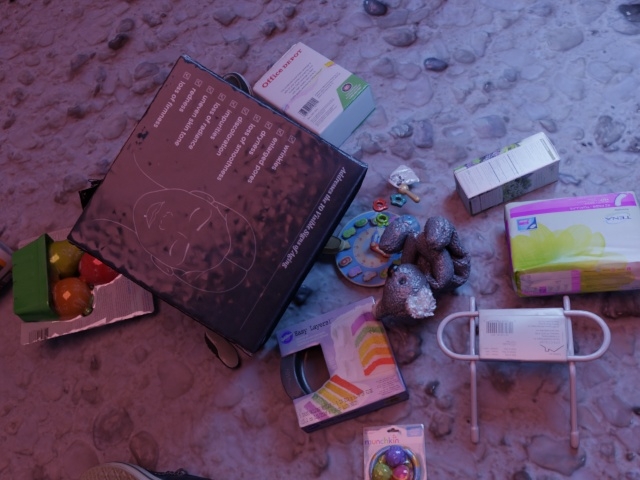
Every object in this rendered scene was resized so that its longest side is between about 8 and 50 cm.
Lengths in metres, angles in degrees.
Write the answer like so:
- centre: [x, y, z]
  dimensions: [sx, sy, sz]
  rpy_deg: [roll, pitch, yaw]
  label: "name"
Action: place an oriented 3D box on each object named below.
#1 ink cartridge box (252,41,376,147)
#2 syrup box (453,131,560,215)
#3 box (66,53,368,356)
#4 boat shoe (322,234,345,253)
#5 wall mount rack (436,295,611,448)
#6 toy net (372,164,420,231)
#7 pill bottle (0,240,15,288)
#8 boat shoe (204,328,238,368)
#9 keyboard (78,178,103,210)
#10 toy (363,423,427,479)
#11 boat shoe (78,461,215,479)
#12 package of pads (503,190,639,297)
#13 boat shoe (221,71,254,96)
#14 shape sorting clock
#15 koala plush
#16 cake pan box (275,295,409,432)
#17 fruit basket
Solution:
- centre: [-0.019, -0.397, 1.903]
  dimensions: [0.278, 0.117, 0.201]
  rpy_deg: [38, 79, 28]
  label: "ink cartridge box"
- centre: [0.453, -0.161, 1.662]
  dimensions: [0.236, 0.093, 0.096]
  rpy_deg: [-24, 60, 4]
  label: "syrup box"
- centre: [-0.214, -0.072, 1.565]
  dimensions: [0.471, 0.297, 0.480]
  rpy_deg: [32, 88, 4]
  label: "box"
- centre: [0.000, 0.000, 1.728]
  dimensions: [0.135, 0.045, 0.050]
  rpy_deg: [9, 67, 35]
  label: "boat shoe"
- centre: [0.426, 0.267, 1.447]
  dimensions: [0.350, 0.130, 0.304]
  rpy_deg: [-2, 61, 16]
  label: "wall mount rack"
- centre: [0.190, -0.101, 1.712]
  dimensions: [0.122, 0.045, 0.232]
  rpy_deg: [6, 47, -1]
  label: "toy net"
- centre: [-0.988, 0.117, 1.910]
  dimensions: [0.162, 0.162, 0.278]
  rpy_deg: [36, 78, 28]
  label: "pill bottle"
- centre: [-0.248, 0.271, 1.687]
  dimensions: [0.046, 0.038, 0.125]
  rpy_deg: [-20, 56, -43]
  label: "boat shoe"
- centre: [-0.615, -0.144, 2.011]
  dimensions: [0.192, 0.038, 0.100]
  rpy_deg: [-14, 85, 8]
  label: "keyboard"
- centre: [0.156, 0.505, 1.442]
  dimensions: [0.136, 0.056, 0.237]
  rpy_deg: [-6, 63, 12]
  label: "toy"
- centre: [-0.339, 0.593, 1.495]
  dimensions: [0.500, 0.156, 0.187]
  rpy_deg: [-4, 68, 27]
  label: "boat shoe"
- centre: [0.567, 0.009, 1.511]
  dimensions: [0.296, 0.101, 0.229]
  rpy_deg: [-6, 45, 14]
  label: "package of pads"
- centre: [-0.252, -0.365, 1.955]
  dimensions: [0.121, 0.119, 0.335]
  rpy_deg: [-14, 62, 10]
  label: "boat shoe"
- centre: [0.133, 0.017, 1.699]
  dimensions: [0.206, 0.040, 0.206]
  rpy_deg: [-7, 63, 13]
  label: "shape sorting clock"
- centre: [0.217, 0.091, 1.532]
  dimensions: [0.196, 0.203, 0.221]
  rpy_deg: [-8, 39, 51]
  label: "koala plush"
- centre: [0.041, 0.286, 1.579]
  dimensions: [0.266, 0.070, 0.246]
  rpy_deg: [-20, 59, 6]
  label: "cake pan box"
- centre: [-0.637, 0.098, 1.846]
  dimensions: [0.353, 0.165, 0.327]
  rpy_deg: [-13, 61, -8]
  label: "fruit basket"
